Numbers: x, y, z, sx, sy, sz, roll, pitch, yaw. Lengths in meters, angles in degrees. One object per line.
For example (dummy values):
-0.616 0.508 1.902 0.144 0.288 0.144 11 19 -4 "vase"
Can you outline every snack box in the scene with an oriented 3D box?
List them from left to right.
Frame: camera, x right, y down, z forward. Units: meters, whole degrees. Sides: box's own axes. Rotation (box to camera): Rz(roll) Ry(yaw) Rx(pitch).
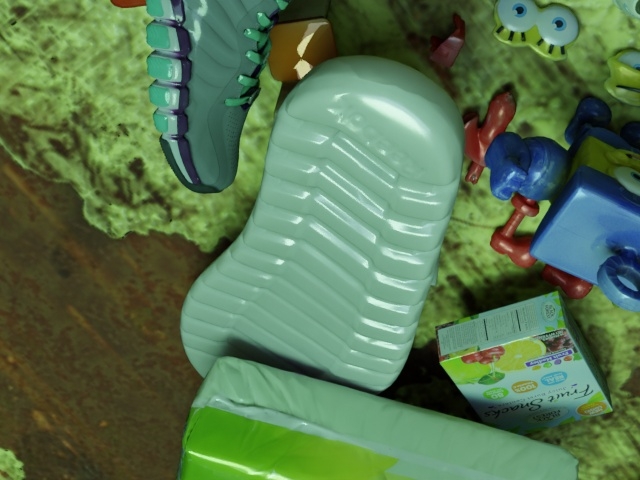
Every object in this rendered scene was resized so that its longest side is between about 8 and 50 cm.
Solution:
0.161 0.101 0.992 0.100 0.037 0.141 -17 141 18 "snack box"

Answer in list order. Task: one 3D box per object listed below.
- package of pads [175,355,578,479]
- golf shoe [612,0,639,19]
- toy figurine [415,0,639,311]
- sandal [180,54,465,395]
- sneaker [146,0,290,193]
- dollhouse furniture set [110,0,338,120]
0.029 0.212 1.024 0.296 0.101 0.229 17 147 -2 "package of pads"
0.273 -0.185 0.815 0.176 0.086 0.069 -26 111 19 "golf shoe"
0.211 0.009 0.858 0.362 0.217 0.191 27 120 -8 "toy figurine"
0.014 0.008 0.925 0.169 0.102 0.416 28 144 -2 "sandal"
-0.051 -0.127 0.769 0.098 0.083 0.224 3 121 13 "sneaker"
-0.020 -0.203 0.812 0.259 0.135 0.262 -6 119 11 "dollhouse furniture set"
